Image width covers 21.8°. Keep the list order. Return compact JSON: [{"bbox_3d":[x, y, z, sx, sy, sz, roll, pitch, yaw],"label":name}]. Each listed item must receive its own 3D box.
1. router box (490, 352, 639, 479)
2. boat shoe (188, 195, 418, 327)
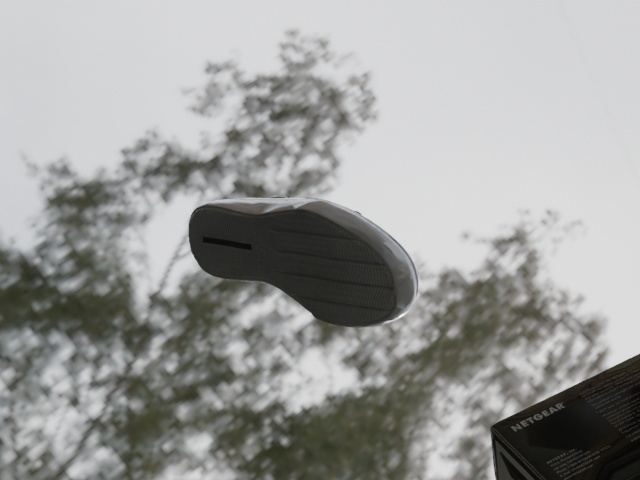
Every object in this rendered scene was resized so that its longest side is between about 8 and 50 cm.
[{"bbox_3d":[0.253,0.153,0.953,0.081,0.309,0.242,45,-29,49],"label":"router box"},{"bbox_3d":[0.000,0.000,1.156,0.226,0.076,0.083,19,-61,47],"label":"boat shoe"}]
